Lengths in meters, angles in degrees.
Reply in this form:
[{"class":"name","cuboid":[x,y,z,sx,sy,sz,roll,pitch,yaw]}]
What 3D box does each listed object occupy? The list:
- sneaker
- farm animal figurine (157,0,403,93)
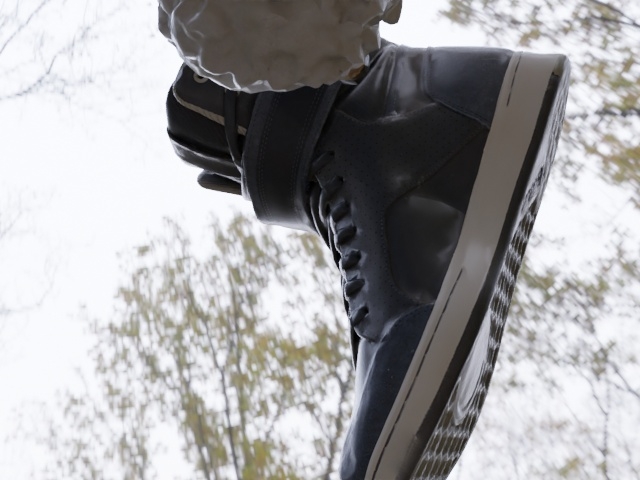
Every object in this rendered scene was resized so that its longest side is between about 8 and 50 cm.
[{"class":"sneaker","cuboid":[0.000,0.001,0.583,0.164,0.226,0.086,13,-36,12]},{"class":"farm animal figurine","cuboid":[-0.035,-0.258,0.476,0.330,0.172,0.326,39,-88,21]}]
